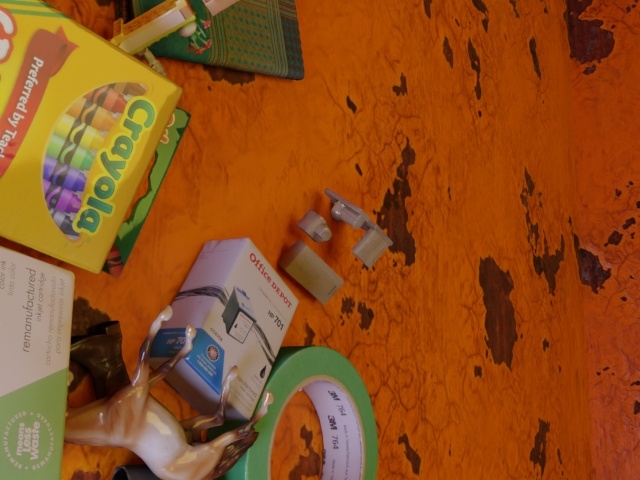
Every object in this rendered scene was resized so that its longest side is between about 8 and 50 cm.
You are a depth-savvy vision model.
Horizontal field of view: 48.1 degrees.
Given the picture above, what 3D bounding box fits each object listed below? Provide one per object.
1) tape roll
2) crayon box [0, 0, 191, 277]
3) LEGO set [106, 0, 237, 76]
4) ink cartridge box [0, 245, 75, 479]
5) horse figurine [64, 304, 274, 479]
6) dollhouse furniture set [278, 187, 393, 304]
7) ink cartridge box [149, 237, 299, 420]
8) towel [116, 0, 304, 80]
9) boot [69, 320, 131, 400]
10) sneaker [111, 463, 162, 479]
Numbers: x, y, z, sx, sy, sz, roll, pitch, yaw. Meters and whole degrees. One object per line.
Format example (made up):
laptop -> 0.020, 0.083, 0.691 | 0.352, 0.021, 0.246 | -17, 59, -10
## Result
tape roll -> -0.029, 0.312, 1.023 | 0.321, 0.077, 0.322 | 16, 70, -53
crayon box -> -0.265, -0.103, 0.647 | 0.318, 0.081, 0.202 | 27, 82, -38
LEGO set -> -0.193, -0.191, 0.827 | 0.287, 0.132, 0.107 | -50, 133, -20
ink cartridge box -> -0.360, 0.078, 0.510 | 0.353, 0.119, 0.207 | 29, 47, -50
horse figurine -> -0.161, 0.191, 0.782 | 0.174, 0.066, 0.263 | -51, 124, -15
dollhouse furniture set -> 0.000, 0.000, 1.166 | 0.151, 0.123, 0.144 | -49, 132, -4
ink cartridge box -> -0.120, 0.112, 0.922 | 0.140, 0.082, 0.191 | 54, 45, -35
towel -> -0.150, -0.375, 1.012 | 0.370, 0.040, 0.272 | -8, 91, -58
boot -> -0.245, 0.155, 0.776 | 0.106, 0.037, 0.114 | -20, 105, -53
sneaker -> -0.174, 0.355, 0.794 | 0.118, 0.083, 0.222 | 12, 56, -49
